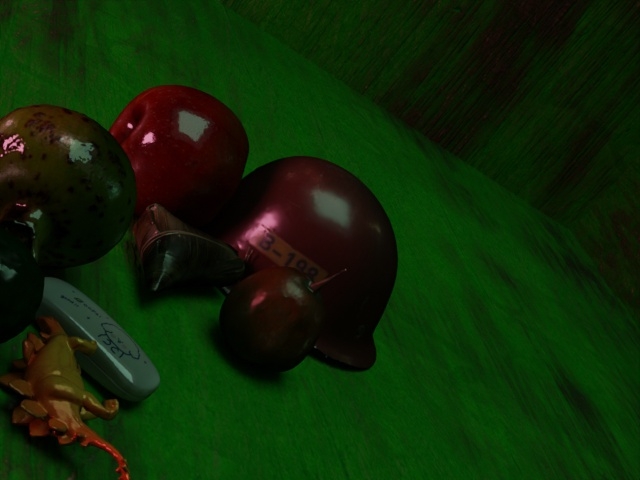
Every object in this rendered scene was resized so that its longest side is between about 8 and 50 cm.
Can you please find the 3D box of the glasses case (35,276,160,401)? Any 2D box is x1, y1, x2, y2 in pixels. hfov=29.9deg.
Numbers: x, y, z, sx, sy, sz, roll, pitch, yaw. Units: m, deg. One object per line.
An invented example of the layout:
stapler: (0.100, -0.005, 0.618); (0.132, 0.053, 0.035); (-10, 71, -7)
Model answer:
glasses case: (-0.271, 0.116, 1.424); (0.197, 0.049, 0.076); (42, 19, 12)

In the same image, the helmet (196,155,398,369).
helmet: (0.000, 0.000, 1.935); (0.385, 0.230, 0.337); (39, 18, 6)

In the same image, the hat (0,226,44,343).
hat: (-0.466, -0.037, 1.208); (0.400, 0.285, 0.285); (61, 16, -10)

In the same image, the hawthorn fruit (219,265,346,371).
hawthorn fruit: (-0.053, 0.099, 1.696); (0.149, 0.189, 0.149); (47, -10, 11)

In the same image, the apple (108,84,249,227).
apple: (-0.223, -0.128, 1.828); (0.201, 0.218, 0.218); (30, 21, -24)

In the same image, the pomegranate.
pomegranate: (-0.337, -0.049, 1.462); (0.211, 0.211, 0.263); (35, 31, -12)

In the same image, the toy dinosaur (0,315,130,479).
toy dinosaur: (-0.282, 0.163, 1.276); (0.117, 0.070, 0.288); (13, 26, -32)

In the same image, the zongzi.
zongzi: (-0.175, 0.050, 1.707); (0.187, 0.084, 0.184); (26, 25, -29)
